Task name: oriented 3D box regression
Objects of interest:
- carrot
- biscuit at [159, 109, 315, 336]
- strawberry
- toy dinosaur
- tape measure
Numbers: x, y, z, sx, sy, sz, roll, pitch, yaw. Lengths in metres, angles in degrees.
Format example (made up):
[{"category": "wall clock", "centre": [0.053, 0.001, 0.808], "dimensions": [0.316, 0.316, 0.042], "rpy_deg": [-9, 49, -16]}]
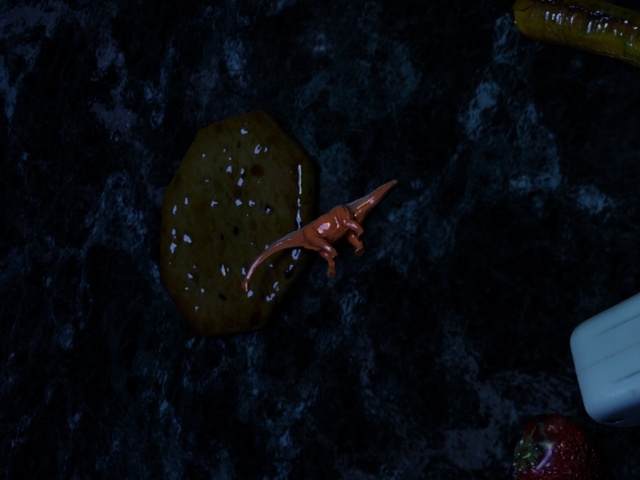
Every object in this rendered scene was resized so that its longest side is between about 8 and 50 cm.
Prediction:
[{"category": "carrot", "centre": [0.331, -0.244, 1.586], "dimensions": [0.260, 0.070, 0.070], "rpy_deg": [29, 103, 45]}, {"category": "biscuit", "centre": [-0.130, -0.023, 2.058], "dimensions": [0.359, 0.046, 0.359], "rpy_deg": [-13, 72, 46]}, {"category": "strawberry", "centre": [0.271, 0.247, 1.534], "dimensions": [0.106, 0.106, 0.106], "rpy_deg": [-13, 72, 46]}, {"category": "toy dinosaur", "centre": [0.003, 0.003, 1.881], "dimensions": [0.279, 0.055, 0.101], "rpy_deg": [-36, 51, 11]}, {"category": "tape measure", "centre": [0.386, 0.108, 1.316], "dimensions": [0.243, 0.246, 0.125], "rpy_deg": [-35, 56, 51]}]
